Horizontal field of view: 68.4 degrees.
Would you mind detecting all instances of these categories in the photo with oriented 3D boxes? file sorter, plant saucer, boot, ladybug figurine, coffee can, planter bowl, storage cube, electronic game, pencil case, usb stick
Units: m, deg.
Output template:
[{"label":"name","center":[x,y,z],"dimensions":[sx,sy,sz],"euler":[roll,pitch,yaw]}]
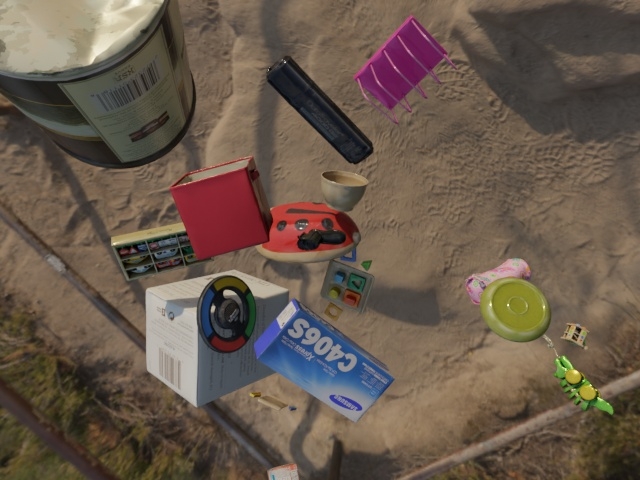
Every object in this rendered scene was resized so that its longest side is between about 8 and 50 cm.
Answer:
[{"label":"file sorter","center":[0.302,-0.591,1.676],"dimensions":[0.202,0.182,0.291],"euler":[31,121,-30]},{"label":"plant saucer","center":[0.679,0.231,1.628],"dimensions":[0.241,0.240,0.037],"euler":[6,154,7]},{"label":"boot","center":[0.000,0.000,1.286],"dimensions":[0.121,0.099,0.045],"euler":[8,109,19]},{"label":"ladybug figurine","center":[-0.058,-0.043,1.793],"dimensions":[0.450,0.305,0.161],"euler":[2,124,24]},{"label":"coffee can","center":[-0.241,-0.206,0.488],"dimensions":[0.202,0.275,0.201],"euler":[1,84,-11]},{"label":"planter bowl","center":[0.075,-0.164,1.617],"dimensions":[0.162,0.162,0.109],"euler":[11,113,5]},{"label":"storage cube","center":[-0.239,-0.086,1.188],"dimensions":[0.215,0.183,0.193],"euler":[-16,109,2]},{"label":"electronic game","center":[-0.271,0.215,1.384],"dimensions":[0.048,0.229,0.229],"euler":[-7,110,34]},{"label":"pencil case","center":[0.712,0.159,1.890],"dimensions":[0.284,0.124,0.124],"euler":[-17,111,-27]},{"label":"usb stick","center":[0.002,-0.271,0.998],"dimensions":[0.278,0.045,0.077],"euler":[41,132,-23]}]

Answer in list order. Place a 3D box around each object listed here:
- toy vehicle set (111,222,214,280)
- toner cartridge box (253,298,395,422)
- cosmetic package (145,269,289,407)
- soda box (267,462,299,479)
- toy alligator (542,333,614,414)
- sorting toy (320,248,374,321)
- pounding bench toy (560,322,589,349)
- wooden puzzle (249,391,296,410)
[{"label":"toy vehicle set","center":[-0.464,0.028,1.409],"dimensions":[0.267,0.035,0.165],"euler":[-13,141,-13]},{"label":"toner cartridge box","center":[0.014,0.316,1.224],"dimensions":[0.348,0.075,0.165],"euler":[38,95,-21]},{"label":"cosmetic package","center":[-0.370,0.325,1.699],"dimensions":[0.330,0.394,0.327],"euler":[14,106,39]},{"label":"soda box","center":[-0.057,0.529,0.901],"dimensions":[0.058,0.063,0.183],"euler":[-9,67,-12]},{"label":"toy alligator","center":[0.503,0.279,0.955],"dimensions":[0.051,0.189,0.056],"euler":[-45,139,15]},{"label":"sorting toy","center":[0.098,0.187,1.851],"dimensions":[0.196,0.047,0.347],"euler":[23,117,16]},{"label":"pounding bench toy","center":[0.869,0.321,1.584],"dimensions":[0.083,0.052,0.065],"euler":[30,81,-8]},{"label":"wooden puzzle","center":[-0.128,0.435,1.263],"dimensions":[0.117,0.078,0.014],"euler":[18,87,23]}]
